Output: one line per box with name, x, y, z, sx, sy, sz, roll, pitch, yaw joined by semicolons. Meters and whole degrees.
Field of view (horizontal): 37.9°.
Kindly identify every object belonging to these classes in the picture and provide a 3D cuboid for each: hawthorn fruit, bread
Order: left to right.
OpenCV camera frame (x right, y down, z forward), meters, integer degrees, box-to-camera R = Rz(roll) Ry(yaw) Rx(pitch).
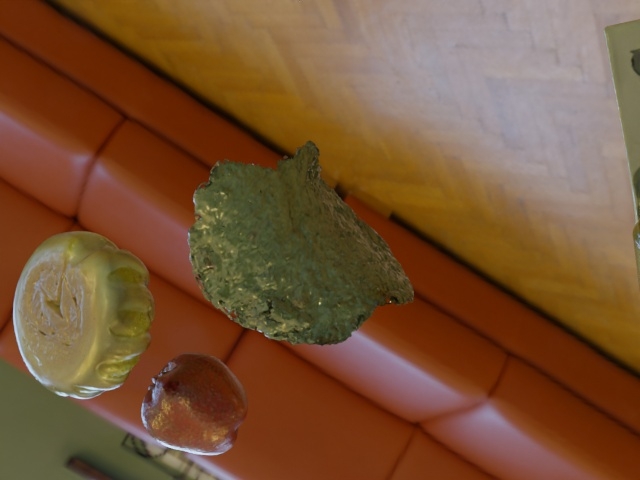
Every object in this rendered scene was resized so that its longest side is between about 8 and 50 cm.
bread;-0.277;0.088;1.107;0.213;0.213;0.104;5;175;38
hawthorn fruit;-0.162;0.217;1.240;0.138;0.133;0.133;35;152;-8

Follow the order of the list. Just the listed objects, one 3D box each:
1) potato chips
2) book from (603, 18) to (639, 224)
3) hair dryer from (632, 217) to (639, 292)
potato chips;-0.004;0.003;0.774;0.059;0.228;0.167;-15;91;47
book;0.594;-0.173;1.425;0.260;0.371;0.043;-10;-179;16
hair dryer;0.482;0.075;1.125;0.279;0.090;0.135;-121;9;-54
